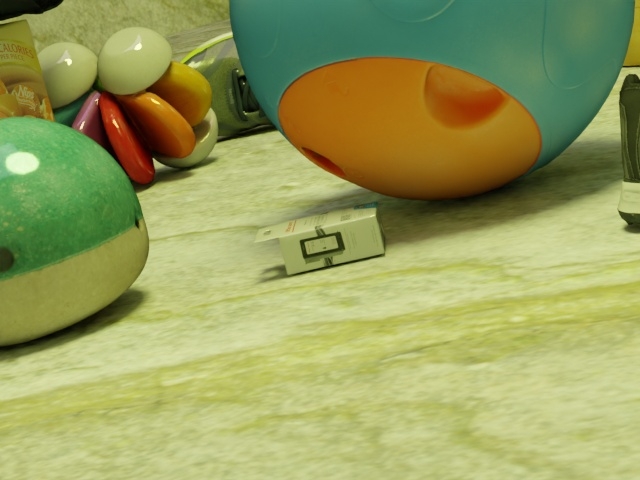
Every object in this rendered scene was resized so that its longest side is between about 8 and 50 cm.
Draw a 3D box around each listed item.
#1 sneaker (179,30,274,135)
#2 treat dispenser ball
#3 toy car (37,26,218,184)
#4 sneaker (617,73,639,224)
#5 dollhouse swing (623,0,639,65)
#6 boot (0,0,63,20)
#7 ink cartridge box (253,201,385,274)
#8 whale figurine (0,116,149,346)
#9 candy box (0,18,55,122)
[{"bbox_3d":[-0.023,-0.170,1.939,0.299,0.111,0.121,-16,15,1],"label":"sneaker"},{"bbox_3d":[0.078,-0.172,1.336,0.288,0.288,0.288,-13,11,3],"label":"treat dispenser ball"},{"bbox_3d":[-0.195,-0.107,1.799,0.182,0.159,0.136,-8,49,25],"label":"toy car"},{"bbox_3d":[0.271,-0.090,1.170,0.234,0.106,0.078,-21,14,-32],"label":"sneaker"},{"bbox_3d":[0.422,-0.356,1.804,0.346,0.305,0.315,-20,13,-27],"label":"dollhouse swing"},{"bbox_3d":[-0.348,-0.220,1.630,0.207,0.094,0.246,-14,4,21],"label":"boot"},{"bbox_3d":[0.000,0.000,1.251,0.083,0.028,0.048,-12,11,6],"label":"ink cartridge box"},{"bbox_3d":[-0.256,0.000,1.270,0.272,0.141,0.216,-12,12,11],"label":"whale figurine"},{"bbox_3d":[-0.342,-0.073,1.627,0.087,0.183,0.316,-9,12,25],"label":"candy box"}]
